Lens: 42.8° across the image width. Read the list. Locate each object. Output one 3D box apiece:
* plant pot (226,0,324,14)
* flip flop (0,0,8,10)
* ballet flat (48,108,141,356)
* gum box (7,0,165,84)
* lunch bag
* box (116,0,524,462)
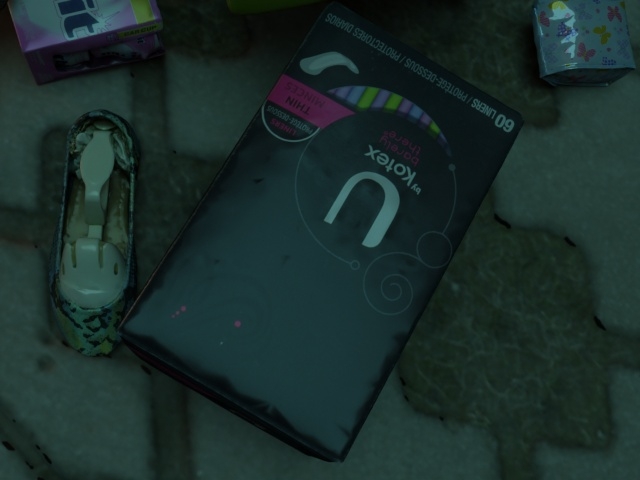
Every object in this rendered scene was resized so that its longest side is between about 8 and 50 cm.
[{"bbox_3d":[0.029,-0.306,0.527,0.207,0.228,0.227,-4,61,-4],"label":"plant pot"},{"bbox_3d":[-0.310,-0.272,0.593,0.112,0.080,0.277,-33,88,-23],"label":"flip flop"},{"bbox_3d":[-0.169,-0.010,0.608,0.070,0.070,0.188,-1,78,-9],"label":"ballet flat"},{"bbox_3d":[-0.201,-0.223,0.651,0.107,0.062,0.188,-18,80,-12],"label":"gum box"},{"bbox_3d":[0.222,-0.173,0.711,0.083,0.053,0.071,-4,80,-19],"label":"lunch bag"},{"bbox_3d":[0.000,0.000,0.590,0.165,0.143,0.270,30,75,-1],"label":"box"}]
